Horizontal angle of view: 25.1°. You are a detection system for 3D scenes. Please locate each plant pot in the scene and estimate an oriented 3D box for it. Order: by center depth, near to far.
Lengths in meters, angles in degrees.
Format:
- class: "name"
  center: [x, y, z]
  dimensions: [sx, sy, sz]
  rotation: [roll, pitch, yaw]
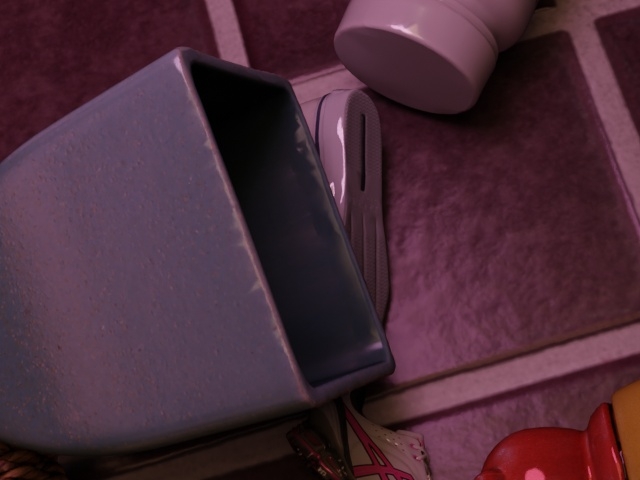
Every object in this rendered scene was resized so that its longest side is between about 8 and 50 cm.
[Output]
- class: "plant pot"
  center: [-0.125, 0.033, 1.045]
  dimensions: [0.252, 0.247, 0.248]
  rotation: [-22, 85, 15]

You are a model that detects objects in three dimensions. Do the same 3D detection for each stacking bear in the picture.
- class: "stacking bear"
  center: [0.260, 0.175, 1.062]
  dimensions: [0.289, 0.175, 0.164]
  rotation: [-14, 68, 11]

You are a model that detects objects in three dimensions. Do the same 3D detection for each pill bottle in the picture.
- class: "pill bottle"
  center: [0.129, -0.263, 1.256]
  dimensions: [0.160, 0.160, 0.283]
  rotation: [20, 72, 16]

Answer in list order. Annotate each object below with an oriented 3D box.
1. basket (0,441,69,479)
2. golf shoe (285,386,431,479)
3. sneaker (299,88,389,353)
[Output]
- class: "basket"
  center: [-0.312, 0.276, 1.058]
  dimensions: [0.299, 0.213, 0.223]
  rotation: [-35, 61, 6]
- class: "golf shoe"
  center: [0.060, 0.189, 1.126]
  dimensions: [0.086, 0.067, 0.186]
  rotation: [-42, 68, -11]
- class: "sneaker"
  center: [0.000, 0.000, 1.216]
  dimensions: [0.091, 0.094, 0.258]
  rotation: [-10, 66, 35]
